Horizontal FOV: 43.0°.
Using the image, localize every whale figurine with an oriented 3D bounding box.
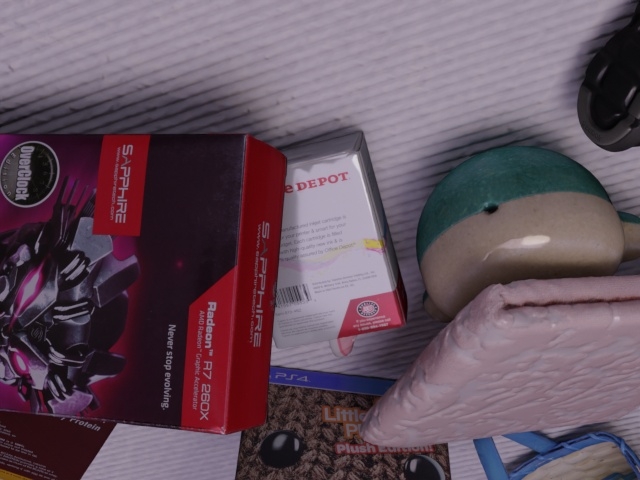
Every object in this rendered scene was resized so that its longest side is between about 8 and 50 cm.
[{"bbox_3d":[0.194,0.010,0.765,0.216,0.141,0.272,-23,149,20],"label":"whale figurine"}]

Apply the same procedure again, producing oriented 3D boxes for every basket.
[{"bbox_3d":[0.299,0.338,0.934,0.289,0.254,0.201,21,131,-37],"label":"basket"}]

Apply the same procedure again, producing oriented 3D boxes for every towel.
[{"bbox_3d":[0.228,0.117,0.770,0.317,0.053,0.332,-3,151,-17],"label":"towel"}]

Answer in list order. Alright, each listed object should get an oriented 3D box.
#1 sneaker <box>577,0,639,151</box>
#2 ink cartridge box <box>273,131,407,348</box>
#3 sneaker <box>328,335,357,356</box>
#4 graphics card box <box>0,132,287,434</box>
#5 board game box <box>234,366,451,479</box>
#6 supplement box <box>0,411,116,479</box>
[{"bbox_3d":[0.304,-0.184,0.623,0.106,0.101,0.267,4,132,-29],"label":"sneaker"},{"bbox_3d":[0.000,0.000,0.755,0.128,0.072,0.175,-11,110,12],"label":"ink cartridge box"},{"bbox_3d":[0.043,0.071,0.850,0.070,0.051,0.134,1,125,8],"label":"sneaker"},{"bbox_3d":[-0.223,0.028,0.685,0.371,0.232,0.094,3,174,16],"label":"graphics card box"},{"bbox_3d":[0.018,0.299,0.881,0.232,0.291,0.141,7,128,-3],"label":"board game box"},{"bbox_3d":[-0.317,0.153,0.885,0.191,0.129,0.194,25,126,-16],"label":"supplement box"}]
